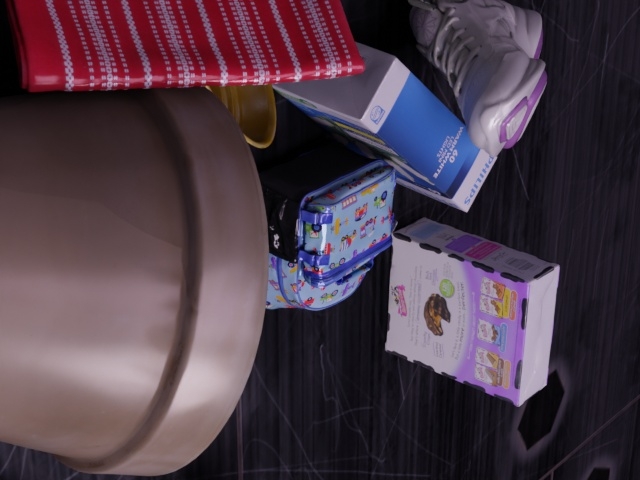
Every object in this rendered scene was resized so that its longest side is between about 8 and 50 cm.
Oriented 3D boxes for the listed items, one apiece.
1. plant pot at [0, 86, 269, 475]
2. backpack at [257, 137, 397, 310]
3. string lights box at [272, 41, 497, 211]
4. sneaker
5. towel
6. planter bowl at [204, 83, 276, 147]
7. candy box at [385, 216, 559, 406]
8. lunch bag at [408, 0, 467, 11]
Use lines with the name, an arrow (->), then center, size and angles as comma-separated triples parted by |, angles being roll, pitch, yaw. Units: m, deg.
plant pot -> -0.244, 0.021, 1.140 | 0.280, 0.323, 0.323 | 4, 105, -37
backpack -> 0.000, 0.000, 1.581 | 0.158, 0.117, 0.173 | -25, 129, -44
string lights box -> 0.070, -0.127, 1.588 | 0.260, 0.133, 0.076 | 35, 82, -54
sneaker -> 0.157, -0.185, 1.591 | 0.305, 0.152, 0.114 | -78, -167, -64
towel -> -0.117, -0.202, 1.177 | 0.275, 0.199, 0.031 | -5, 149, -21
planter bowl -> -0.125, -0.168, 1.310 | 0.217, 0.090, 0.217 | -19, 90, -75
candy box -> 0.176, 0.081, 1.786 | 0.070, 0.196, 0.165 | -27, 128, -45
lunch bag -> 0.118, -0.392, 1.468 | 0.305, 0.212, 0.256 | -71, 162, 4
